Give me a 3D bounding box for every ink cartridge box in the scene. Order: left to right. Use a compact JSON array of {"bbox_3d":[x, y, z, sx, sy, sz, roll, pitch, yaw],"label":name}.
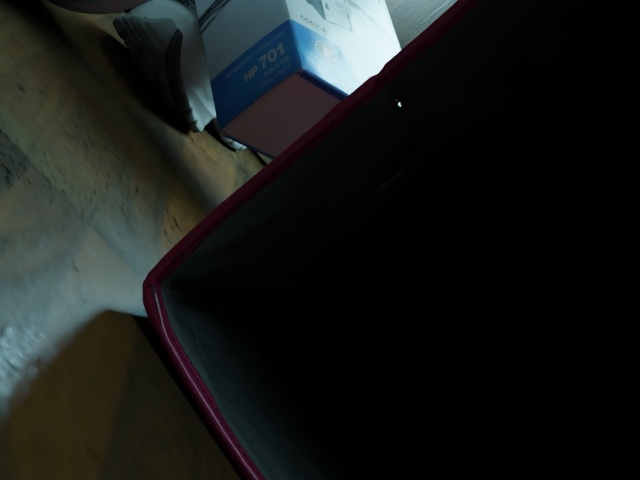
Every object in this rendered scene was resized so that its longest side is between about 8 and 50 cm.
[{"bbox_3d":[-0.012,-0.144,0.746,0.139,0.082,0.191,22,45,-44],"label":"ink cartridge box"}]

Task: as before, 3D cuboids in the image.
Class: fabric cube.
[{"bbox_3d":[0.124,0.053,0.474,0.254,0.259,0.258,52,4,17],"label":"fabric cube"}]

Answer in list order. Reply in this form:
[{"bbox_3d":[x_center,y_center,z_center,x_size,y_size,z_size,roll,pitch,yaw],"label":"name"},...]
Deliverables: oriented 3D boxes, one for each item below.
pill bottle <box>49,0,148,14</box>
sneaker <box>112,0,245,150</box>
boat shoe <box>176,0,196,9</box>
[{"bbox_3d":[-0.166,-0.231,0.561,0.146,0.146,0.264,52,6,16],"label":"pill bottle"},{"bbox_3d":[-0.075,-0.159,0.865,0.111,0.129,0.297,54,8,3],"label":"sneaker"},{"bbox_3d":[-0.059,-0.181,1.056,0.340,0.127,0.113,46,0,-13],"label":"boat shoe"}]
